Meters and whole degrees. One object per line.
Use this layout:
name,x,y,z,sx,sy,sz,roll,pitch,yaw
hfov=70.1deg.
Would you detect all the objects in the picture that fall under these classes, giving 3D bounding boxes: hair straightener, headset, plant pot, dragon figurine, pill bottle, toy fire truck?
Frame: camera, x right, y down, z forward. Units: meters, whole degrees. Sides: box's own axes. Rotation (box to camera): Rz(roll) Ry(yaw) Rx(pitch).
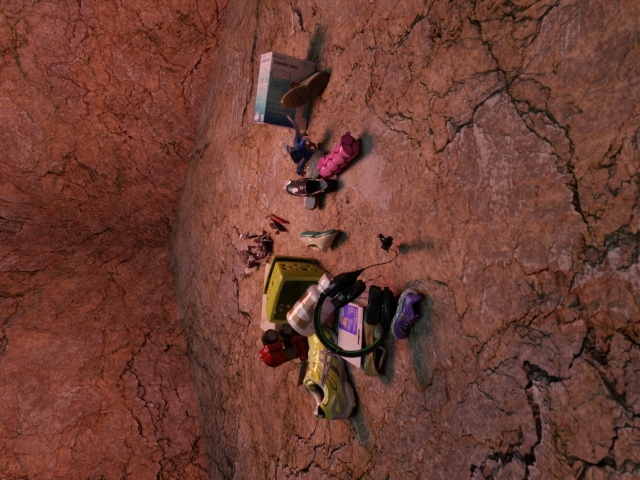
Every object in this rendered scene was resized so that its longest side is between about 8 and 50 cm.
hair straightener,-0.226,-0.074,2.241,0.230,0.047,0.089,28,112,57
headset,0.130,0.172,1.425,0.395,0.243,0.185,-62,-11,-9
plant pot,-0.109,0.186,1.866,0.207,0.226,0.229,58,136,52
dragon figurine,-0.097,-0.377,1.897,0.144,0.289,0.085,-32,55,9
pill bottle,-0.013,0.240,1.730,0.229,0.131,0.131,-51,42,13
toy fire truck,-0.138,0.489,1.916,0.158,0.216,0.247,-47,64,47

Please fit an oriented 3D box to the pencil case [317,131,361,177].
pencil case,0.065,-0.319,1.726,0.209,0.095,0.098,-34,66,56

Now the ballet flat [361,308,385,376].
ballet flat,0.185,0.337,1.518,0.073,0.080,0.233,5,95,31

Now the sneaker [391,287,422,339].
sneaker,0.265,0.231,1.383,0.071,0.068,0.170,28,118,38

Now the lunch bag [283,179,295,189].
lunch bag,-0.119,-0.244,2.049,0.083,0.071,0.053,7,93,59

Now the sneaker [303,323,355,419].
sneaker,0.010,0.477,1.711,0.145,0.147,0.385,-61,37,40

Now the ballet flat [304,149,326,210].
ballet flat,-0.017,-0.248,1.896,0.084,0.058,0.250,12,97,30

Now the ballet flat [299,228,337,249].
ballet flat,0.000,0.000,1.842,0.248,0.086,0.087,1,89,61

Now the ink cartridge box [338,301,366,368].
ink cartridge box,0.119,0.325,1.604,0.208,0.045,0.207,180,93,-72

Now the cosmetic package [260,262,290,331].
cosmetic package,-0.185,0.269,2.088,0.160,0.113,0.310,14,99,59

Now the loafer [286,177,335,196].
loafer,-0.048,-0.218,1.835,0.223,0.078,0.076,-1,91,29

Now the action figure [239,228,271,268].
action figure,-0.344,0.043,2.347,0.276,0.140,0.164,-49,46,51

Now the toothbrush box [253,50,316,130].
toothbrush box,-0.159,-0.647,2.003,0.126,0.216,0.296,24,107,57

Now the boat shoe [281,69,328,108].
boat shoe,-0.066,-0.636,1.922,0.223,0.080,0.073,-32,33,14
